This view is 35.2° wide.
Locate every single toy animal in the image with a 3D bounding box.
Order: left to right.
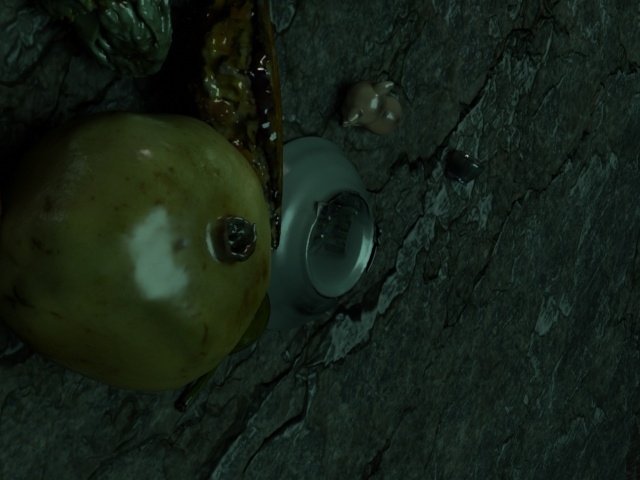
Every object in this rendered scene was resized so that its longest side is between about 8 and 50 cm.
[{"bbox_3d":[0.088,-0.215,1.630,0.150,0.089,0.083,13,89,-62],"label":"toy animal"}]

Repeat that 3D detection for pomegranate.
[{"bbox_3d":[-0.211,0.014,1.149,0.332,0.332,0.333,-22,119,-46],"label":"pomegranate"}]

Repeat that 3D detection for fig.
[{"bbox_3d":[-0.150,0.149,1.451,0.124,0.124,0.236,-5,121,-51],"label":"fig"}]

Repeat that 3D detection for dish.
[{"bbox_3d":[0.000,0.000,1.576,0.316,0.106,0.316,-21,119,-46],"label":"dish"}]

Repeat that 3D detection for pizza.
[{"bbox_3d":[-0.101,-0.180,1.310,0.278,0.114,0.409,-61,145,-79],"label":"pizza"}]

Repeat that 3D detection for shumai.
[{"bbox_3d":[-0.255,-0.266,1.144,0.142,0.184,0.184,-10,112,-25],"label":"shumai"}]

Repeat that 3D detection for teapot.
[{"bbox_3d":[0.274,-0.136,1.920,0.057,0.066,0.088,-58,167,11],"label":"teapot"}]
